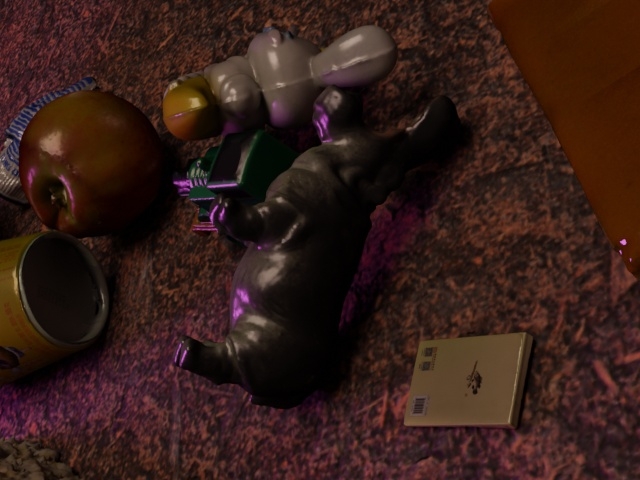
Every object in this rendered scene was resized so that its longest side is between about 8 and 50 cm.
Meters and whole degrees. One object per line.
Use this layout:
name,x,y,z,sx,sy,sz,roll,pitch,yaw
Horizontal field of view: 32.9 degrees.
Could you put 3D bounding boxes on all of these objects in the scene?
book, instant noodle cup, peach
book,0.120,0.115,0.882,0.111,0.014,0.077,-10,58,45
instant noodle cup,-0.395,0.087,1.345,0.236,0.215,0.215,-17,51,29
peach,-0.285,-0.100,1.367,0.197,0.197,0.197,-28,45,32

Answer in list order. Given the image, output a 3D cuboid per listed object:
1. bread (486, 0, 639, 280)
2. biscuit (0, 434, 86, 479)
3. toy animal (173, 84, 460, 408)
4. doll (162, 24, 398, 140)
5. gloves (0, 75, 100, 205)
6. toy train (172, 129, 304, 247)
bread,0.249,-0.120,0.860,0.138,0.077,0.361,-38,40,22
biscuit,-0.371,0.275,1.198,0.281,0.179,0.084,6,89,58
toy animal,-0.012,-0.013,0.996,0.343,0.168,0.106,-61,11,-4
doll,-0.055,-0.169,1.151,0.237,0.111,0.252,-15,7,-8
gloves,-0.411,-0.155,1.627,0.119,0.097,0.229,41,91,23
toy train,-0.074,-0.056,1.126,0.228,0.136,0.091,2,65,47
